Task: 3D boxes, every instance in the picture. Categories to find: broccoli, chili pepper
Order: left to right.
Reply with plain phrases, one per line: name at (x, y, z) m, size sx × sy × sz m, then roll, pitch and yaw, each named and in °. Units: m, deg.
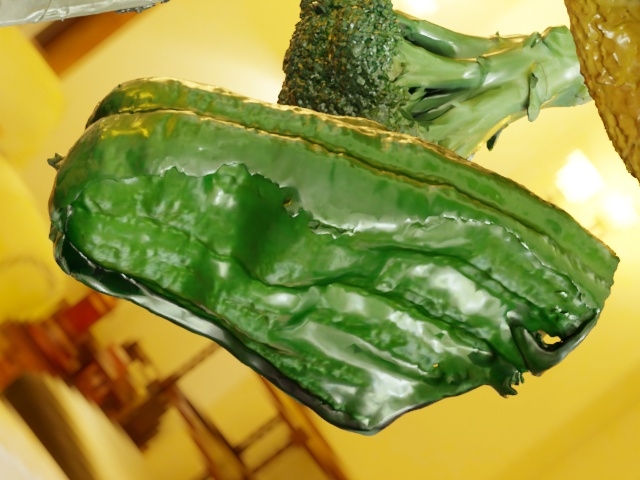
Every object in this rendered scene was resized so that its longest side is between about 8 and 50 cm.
chili pepper at (0.001, -0.004, 1.342) m, size 0.384 × 0.167 × 0.213 m, roll 19°, pitch -41°, yaw -3°
broccoli at (0.093, -0.108, 1.616) m, size 0.269 × 0.269 × 0.254 m, roll 54°, pitch -13°, yaw 42°

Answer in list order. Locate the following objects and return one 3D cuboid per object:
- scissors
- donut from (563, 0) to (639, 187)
scissors at (-0.241, -0.170, 1.440) m, size 0.022 × 0.300 × 0.109 m, roll 89°, pitch -6°, yaw -75°
donut at (0.222, -0.111, 1.048) m, size 0.253 × 0.118 × 0.253 m, roll 59°, pitch -16°, yaw 29°
